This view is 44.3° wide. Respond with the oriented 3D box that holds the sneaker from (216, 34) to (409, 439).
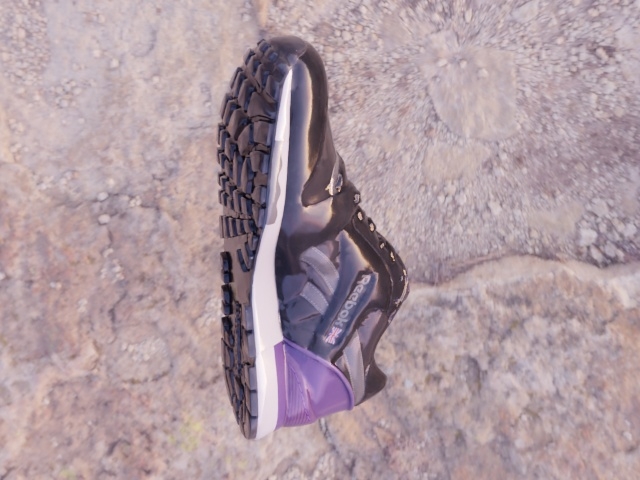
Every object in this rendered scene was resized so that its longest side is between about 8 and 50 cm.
[{"bbox_3d":[0.000,0.000,0.532,0.124,0.107,0.283,-7,123,-19],"label":"sneaker"}]
